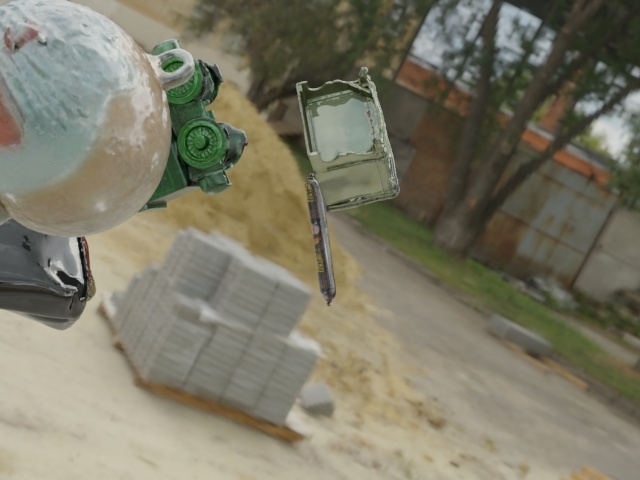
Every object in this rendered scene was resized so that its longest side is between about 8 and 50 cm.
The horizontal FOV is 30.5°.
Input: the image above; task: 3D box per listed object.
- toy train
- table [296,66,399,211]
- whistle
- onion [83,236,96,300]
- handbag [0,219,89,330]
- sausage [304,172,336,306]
[{"bbox_3d":[-0.243,-0.188,1.927,0.145,0.202,0.266,-17,86,-80],"label":"toy train"},{"bbox_3d":[0.022,-0.081,0.933,0.083,0.062,0.079,68,10,-60],"label":"table"},{"bbox_3d":[-0.254,-0.065,0.862,0.189,0.347,0.189,63,-1,1],"label":"whistle"},{"bbox_3d":[-0.469,0.057,2.108,0.147,0.184,0.184,30,4,-27],"label":"onion"},{"bbox_3d":[-0.511,-0.024,1.719,0.342,0.288,0.152,8,-27,-19],"label":"handbag"},{"bbox_3d":[0.000,0.000,1.707,0.028,0.198,0.025,-1,11,36],"label":"sausage"}]
